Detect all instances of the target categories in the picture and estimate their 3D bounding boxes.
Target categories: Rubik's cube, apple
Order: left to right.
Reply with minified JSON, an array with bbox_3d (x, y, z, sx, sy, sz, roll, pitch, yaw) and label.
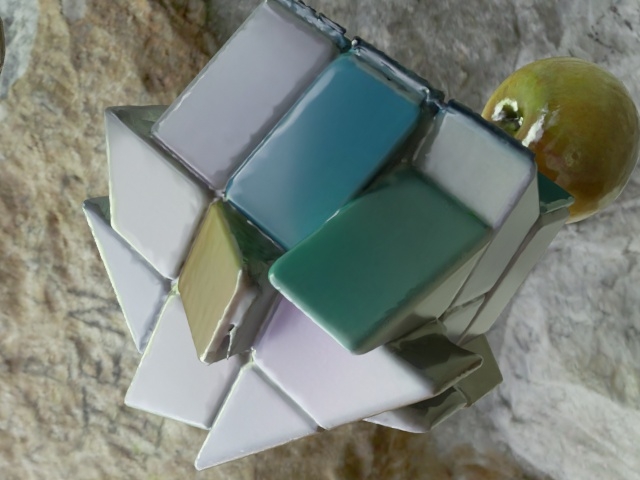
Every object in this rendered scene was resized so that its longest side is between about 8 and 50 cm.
[{"bbox_3d":[0.000,0.000,0.722,0.387,0.358,0.368,40,-62,25],"label":"Rubik's cube"},{"bbox_3d":[0.251,-0.101,0.847,0.155,0.182,0.182,25,-57,-28],"label":"apple"}]

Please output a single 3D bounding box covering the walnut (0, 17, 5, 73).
[{"bbox_3d":[-0.405,-0.192,0.680,0.227,0.273,0.273,-7,-57,7],"label":"walnut"}]
